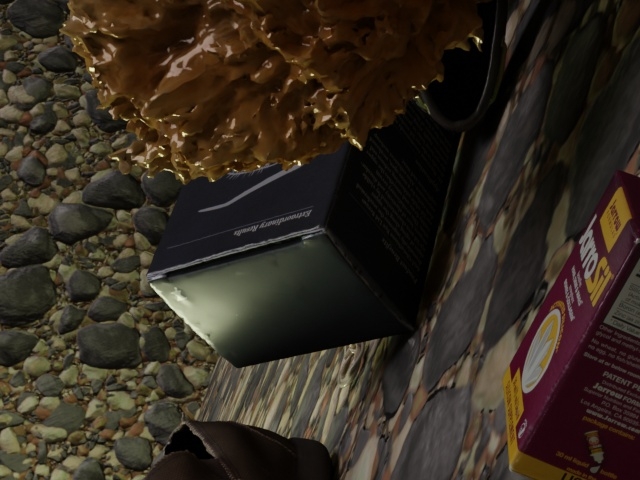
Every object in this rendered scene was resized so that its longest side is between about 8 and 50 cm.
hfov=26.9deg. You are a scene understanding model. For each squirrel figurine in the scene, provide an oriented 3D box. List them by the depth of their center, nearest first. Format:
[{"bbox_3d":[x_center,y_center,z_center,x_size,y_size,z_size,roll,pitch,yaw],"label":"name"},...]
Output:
[{"bbox_3d":[0.044,-0.190,0.590,0.370,0.281,0.397,-107,32,-48],"label":"squirrel figurine"}]

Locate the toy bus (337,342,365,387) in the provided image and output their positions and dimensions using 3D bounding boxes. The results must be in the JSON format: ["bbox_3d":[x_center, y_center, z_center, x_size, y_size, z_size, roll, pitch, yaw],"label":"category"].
[{"bbox_3d":[0.001,-0.006,1.069,0.202,0.104,0.191,-124,56,-80],"label":"toy bus"}]

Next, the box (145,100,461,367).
[{"bbox_3d":[-0.005,-0.032,0.917,0.153,0.108,0.207,-14,43,35],"label":"box"}]

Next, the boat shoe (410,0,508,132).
[{"bbox_3d":[0.083,-0.182,0.834,0.068,0.081,0.227,-99,3,-73],"label":"boat shoe"}]

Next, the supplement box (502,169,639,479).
[{"bbox_3d":[0.091,0.030,0.398,0.055,0.043,0.083,-77,10,-66],"label":"supplement box"}]

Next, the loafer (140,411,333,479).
[{"bbox_3d":[-0.067,0.206,0.816,0.366,0.130,0.133,-108,40,-82],"label":"loafer"}]
